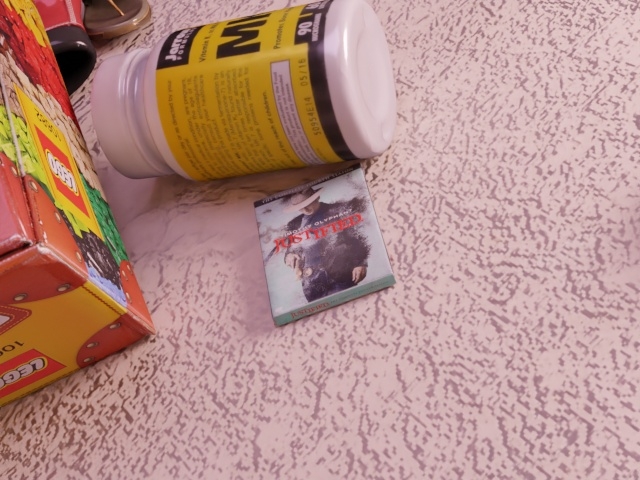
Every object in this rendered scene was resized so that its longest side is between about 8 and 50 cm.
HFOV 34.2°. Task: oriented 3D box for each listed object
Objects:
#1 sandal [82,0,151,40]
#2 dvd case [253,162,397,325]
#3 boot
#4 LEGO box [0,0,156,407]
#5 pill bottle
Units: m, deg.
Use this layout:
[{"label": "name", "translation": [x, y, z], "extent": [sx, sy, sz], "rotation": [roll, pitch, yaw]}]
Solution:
[{"label": "sandal", "translation": [-0.216, -0.259, 1.064], "extent": [0.072, 0.049, 0.180], "rotation": [-21, 42, 6]}, {"label": "dvd case", "translation": [0.000, 0.000, 0.725], "extent": [0.087, 0.013, 0.119], "rotation": [-20, 42, 7]}, {"label": "boot", "translation": [-0.332, -0.165, 1.010], "extent": [0.244, 0.088, 0.176], "rotation": [-28, 56, 12]}, {"label": "LEGO box", "translation": [-0.423, -0.012, 0.720], "extent": [0.500, 0.193, 0.372], "rotation": [-25, 67, 2]}, {"label": "pill bottle", "translation": [-0.058, -0.107, 0.782], "extent": [0.208, 0.119, 0.119], "rotation": [-7, 45, 20]}]
